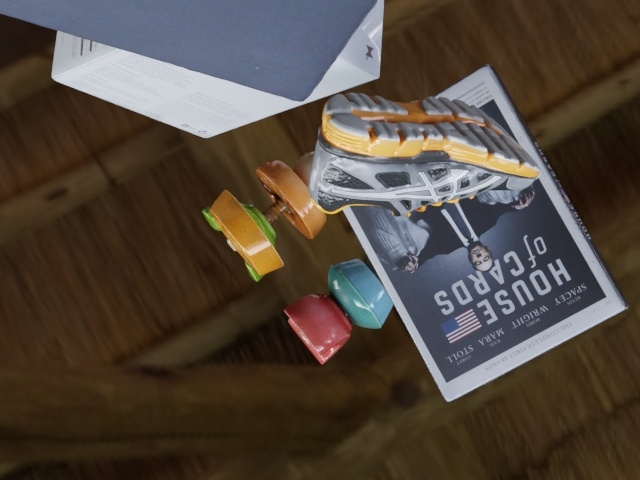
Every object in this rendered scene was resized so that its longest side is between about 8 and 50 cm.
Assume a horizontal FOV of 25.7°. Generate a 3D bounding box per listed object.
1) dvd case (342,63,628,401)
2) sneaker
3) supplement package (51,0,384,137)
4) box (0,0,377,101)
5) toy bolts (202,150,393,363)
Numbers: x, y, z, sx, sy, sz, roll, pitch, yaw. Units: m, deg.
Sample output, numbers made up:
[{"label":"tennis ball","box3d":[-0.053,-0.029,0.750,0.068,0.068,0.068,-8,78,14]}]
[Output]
[{"label":"dvd case","box3d":[0.130,-0.005,1.217,0.179,0.029,0.238,-31,-98,19]},{"label":"sneaker","box3d":[0.077,-0.059,1.075,0.215,0.083,0.084,5,-147,-35]},{"label":"supplement package","box3d":[-0.096,-0.245,1.368,0.263,0.199,0.198,-13,-114,45]},{"label":"box","box3d":[-0.124,-0.297,0.857,0.343,0.179,0.312,15,-123,-17]},{"label":"toy bolts","box3d":[0.000,0.000,1.524,0.158,0.218,0.228,-38,-95,-6]}]
